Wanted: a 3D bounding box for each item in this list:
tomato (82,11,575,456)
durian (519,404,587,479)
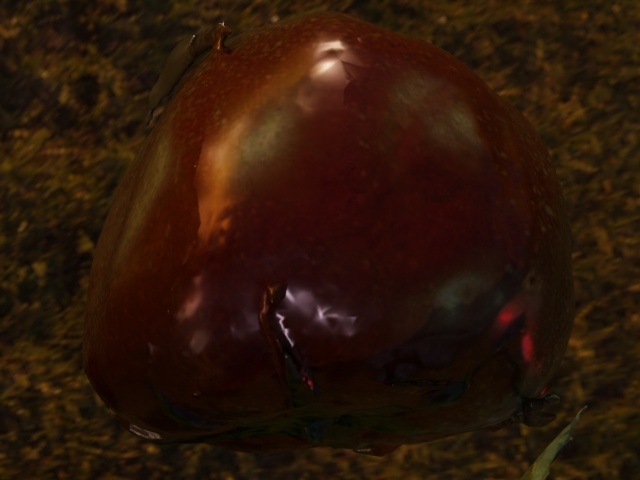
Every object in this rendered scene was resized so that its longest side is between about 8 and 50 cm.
[{"bbox_3d":[0.000,0.000,0.960,0.303,0.303,0.239,6,72,-24],"label":"tomato"},{"bbox_3d":[-0.003,0.221,0.683,0.351,0.158,0.169,-23,91,-1],"label":"durian"}]
